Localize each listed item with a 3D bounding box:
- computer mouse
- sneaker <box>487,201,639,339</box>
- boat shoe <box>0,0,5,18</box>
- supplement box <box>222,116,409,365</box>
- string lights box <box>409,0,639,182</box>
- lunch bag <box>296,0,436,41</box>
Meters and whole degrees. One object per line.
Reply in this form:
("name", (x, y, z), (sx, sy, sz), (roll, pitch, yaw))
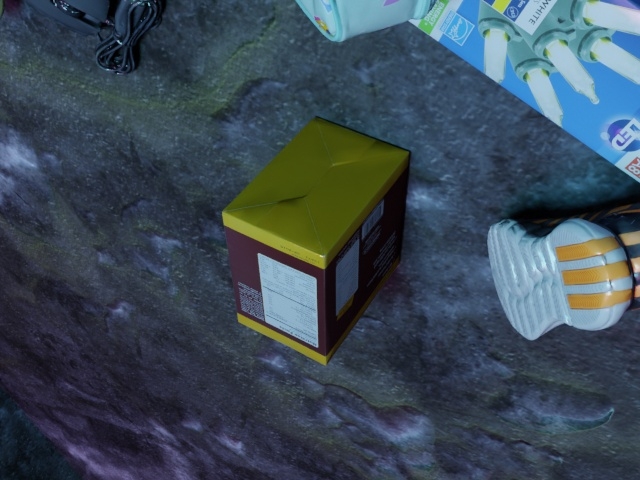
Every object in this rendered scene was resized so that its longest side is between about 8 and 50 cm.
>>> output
("computer mouse", (-0.329, -0.326, 0.988), (0.272, 0.072, 0.188), (44, 145, -6))
("sneaker", (0.283, 0.021, 0.773), (0.321, 0.180, 0.125), (-173, 69, -83))
("boat shoe", (-0.537, -0.423, 1.053), (0.341, 0.121, 0.110), (54, 179, -16))
("supplement box", (0.000, 0.000, 0.945), (0.129, 0.191, 0.194), (24, 141, 21))
("string lights box", (0.218, -0.171, 0.661), (0.259, 0.077, 0.133), (36, 143, 4))
("lunch bag", (0.010, -0.315, 0.600), (0.224, 0.107, 0.279), (-116, 15, -46))
